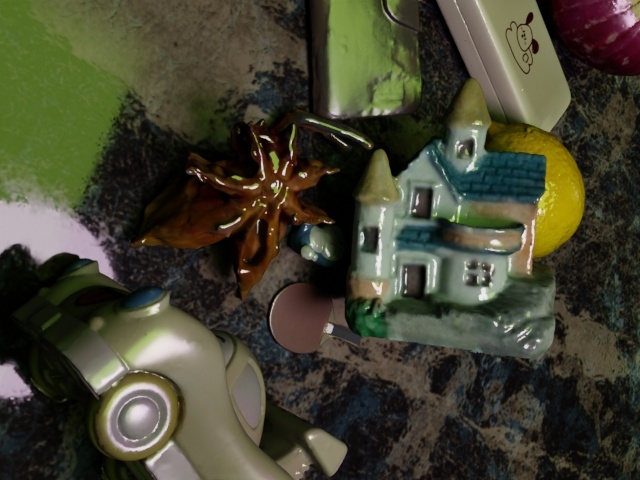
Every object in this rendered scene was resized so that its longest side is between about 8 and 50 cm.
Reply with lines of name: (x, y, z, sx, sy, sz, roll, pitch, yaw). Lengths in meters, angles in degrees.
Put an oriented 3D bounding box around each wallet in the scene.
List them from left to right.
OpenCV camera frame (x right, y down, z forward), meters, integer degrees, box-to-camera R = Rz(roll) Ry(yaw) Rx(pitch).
wallet: (0.058, -0.317, 1.129, 0.165, 0.042, 0.310, -6, 98, -21)

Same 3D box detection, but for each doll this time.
doll: (0.000, 0.000, 1.133, 0.083, 0.050, 0.076, 19, 67, -35)

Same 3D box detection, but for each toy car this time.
toy car: (-0.149, 0.169, 0.925, 0.226, 0.242, 0.336, -38, 117, -24)

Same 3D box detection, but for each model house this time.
model house: (0.172, -0.043, 1.079, 0.194, 0.267, 0.325, -38, 132, -74)

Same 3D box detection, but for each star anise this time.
star anise: (-0.062, -0.064, 1.031, 0.346, 0.148, 0.238, -34, 136, -31)

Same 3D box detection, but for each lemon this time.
lemon: (0.284, -0.069, 1.242, 0.192, 0.192, 0.231, -37, 111, -27)

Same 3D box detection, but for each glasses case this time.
glasses case: (0.274, -0.297, 1.269, 0.131, 0.070, 0.313, -49, 123, -28)

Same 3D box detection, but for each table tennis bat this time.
table tennis bat: (-0.006, 0.113, 1.163, 0.158, 0.014, 0.095, 24, 80, -33)

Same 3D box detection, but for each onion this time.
onion: (0.470, -0.383, 1.325, 0.256, 0.272, 0.231, 18, 89, 0)
